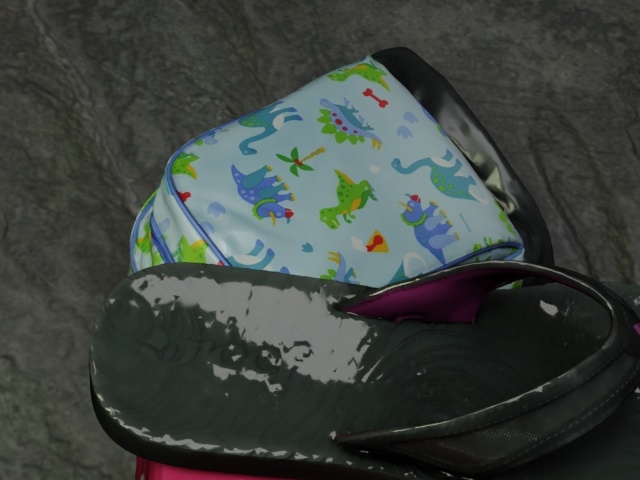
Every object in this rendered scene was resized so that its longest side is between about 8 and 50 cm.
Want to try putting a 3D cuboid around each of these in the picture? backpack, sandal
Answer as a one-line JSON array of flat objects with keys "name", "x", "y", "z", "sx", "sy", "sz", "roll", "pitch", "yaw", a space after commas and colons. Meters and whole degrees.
[{"name": "backpack", "x": 0.000, "y": 0.000, "z": 1.029, "sx": 0.355, "sy": 0.273, "sz": 0.290, "roll": -29, "pitch": 74, "yaw": -14}, {"name": "sandal", "x": 0.082, "y": 0.082, "z": 0.750, "sx": 0.445, "sy": 0.107, "sz": 0.168, "roll": 2, "pitch": 58, "yaw": -12}]

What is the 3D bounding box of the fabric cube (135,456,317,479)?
[{"name": "fabric cube", "x": -0.004, "y": 0.254, "z": 0.839, "sx": 0.259, "sy": 0.254, "sz": 0.258, "roll": 5, "pitch": 58, "yaw": -10}]
